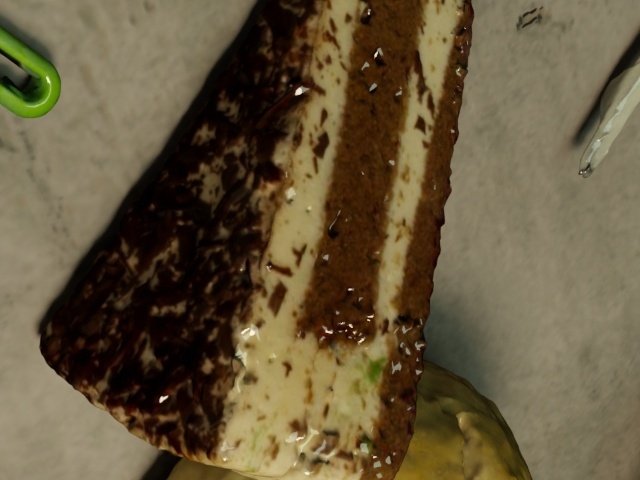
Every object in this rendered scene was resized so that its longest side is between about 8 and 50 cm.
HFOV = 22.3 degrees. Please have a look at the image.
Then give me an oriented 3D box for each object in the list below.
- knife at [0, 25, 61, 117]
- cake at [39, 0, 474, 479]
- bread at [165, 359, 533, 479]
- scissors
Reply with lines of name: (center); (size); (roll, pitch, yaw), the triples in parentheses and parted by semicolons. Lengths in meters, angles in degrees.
knife: (-0.154, -0.102, 0.549); (0.054, 0.015, 0.212); (-57, 140, -5)
cake: (0.009, -0.007, 0.678); (0.112, 0.135, 0.246); (28, 98, -48)
bread: (0.016, 0.173, 0.822); (0.244, 0.134, 0.244); (-24, 130, -31)
scissors: (0.191, -0.125, 0.847); (0.212, 0.021, 0.110); (-56, 143, 6)
